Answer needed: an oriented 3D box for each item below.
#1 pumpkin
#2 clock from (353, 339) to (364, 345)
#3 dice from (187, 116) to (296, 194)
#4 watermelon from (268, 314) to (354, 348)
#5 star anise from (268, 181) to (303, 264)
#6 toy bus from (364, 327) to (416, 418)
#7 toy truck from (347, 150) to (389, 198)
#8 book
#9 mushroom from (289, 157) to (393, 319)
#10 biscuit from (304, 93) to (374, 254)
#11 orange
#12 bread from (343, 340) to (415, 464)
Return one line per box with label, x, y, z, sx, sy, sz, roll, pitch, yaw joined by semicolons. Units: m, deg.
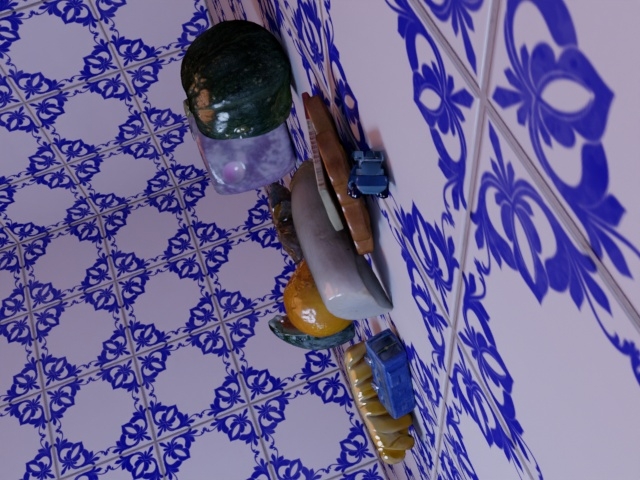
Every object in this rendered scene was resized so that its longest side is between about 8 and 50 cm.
pumpkin;-0.204;-0.393;1.663;0.196;0.264;0.293;81;164;-47
clock;0.135;0.362;2.199;0.147;0.045;0.108;81;166;-59
dice;-0.243;-0.310;2.215;0.270;0.272;0.270;-125;15;-68
watermelon;0.003;0.262;2.435;0.290;0.320;0.213;-22;60;54
star anise;-0.116;-0.066;2.686;0.332;0.118;0.331;163;90;-76
toy bus;0.164;0.304;1.631;0.094;0.079;0.236;42;157;41
toy truck;0.071;-0.105;1.134;0.136;0.063;0.074;-137;46;-80
book;0.004;-0.154;1.409;0.162;0.022;0.231;61;-163;-60
mushroom;0.019;-0.022;1.526;0.177;0.126;0.396;27;-144;-57
biscuit;0.046;-0.103;1.307;0.333;0.047;0.202;68;-175;-46
orange;0.009;0.130;1.759;0.193;0.219;0.219;27;164;10
bread;0.152;0.403;1.809;0.173;0.121;0.311;89;160;-83
